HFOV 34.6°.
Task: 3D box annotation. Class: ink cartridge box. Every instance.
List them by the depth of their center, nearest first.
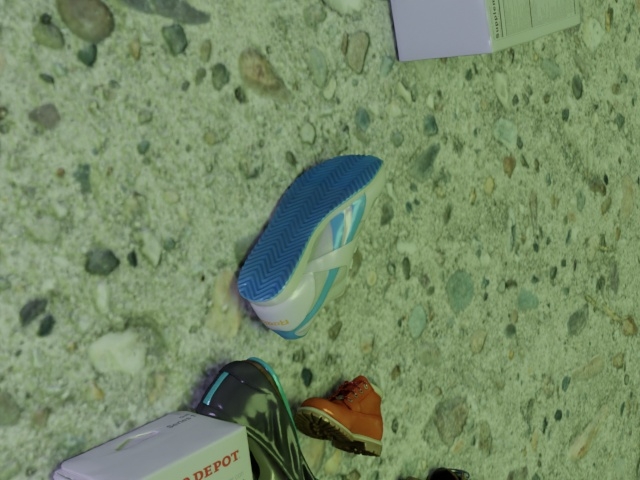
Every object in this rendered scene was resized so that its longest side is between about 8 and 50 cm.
[{"bbox_3d":[-0.136,0.285,0.926,0.160,0.093,0.219,-20,107,-49],"label":"ink cartridge box"}]

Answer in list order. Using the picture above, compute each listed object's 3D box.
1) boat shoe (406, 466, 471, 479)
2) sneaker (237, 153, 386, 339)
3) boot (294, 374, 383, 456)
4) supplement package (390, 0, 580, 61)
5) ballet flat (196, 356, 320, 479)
[{"bbox_3d":[0.170,0.328,1.321,0.183,0.066,0.066,12,81,-50],"label":"boat shoe"},{"bbox_3d":[0.000,0.000,1.096,0.228,0.087,0.092,-54,137,-25],"label":"sneaker"},{"bbox_3d":[0.024,0.187,1.151,0.158,0.059,0.084,36,61,-54],"label":"boot"},{"bbox_3d":[0.208,-0.314,1.286,0.244,0.134,0.139,-25,111,-48],"label":"supplement package"},{"bbox_3d":[-0.046,0.250,1.046,0.096,0.095,0.280,-39,111,-31],"label":"ballet flat"}]
